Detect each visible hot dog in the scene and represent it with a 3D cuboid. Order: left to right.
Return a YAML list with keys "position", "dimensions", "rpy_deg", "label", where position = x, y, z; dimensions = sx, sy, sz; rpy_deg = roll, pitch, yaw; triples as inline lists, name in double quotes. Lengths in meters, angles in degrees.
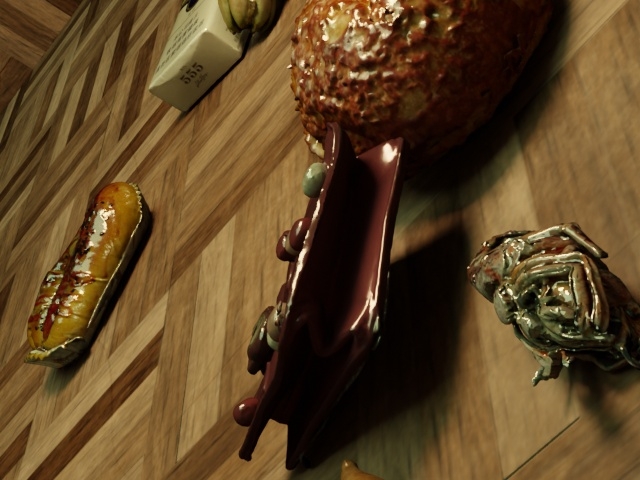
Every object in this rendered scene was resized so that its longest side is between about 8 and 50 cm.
- position: [-0.310, 0.045, 1.761]
  dimensions: [0.163, 0.082, 0.270]
  rpy_deg: [-16, 48, 63]
  label: "hot dog"

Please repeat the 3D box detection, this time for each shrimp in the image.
- position: [0.140, 0.038, 0.774]
  dimensions: [0.073, 0.074, 0.190]
  rpy_deg: [-27, 31, -8]
  label: "shrimp"

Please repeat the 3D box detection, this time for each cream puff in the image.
- position: [0.068, -0.160, 1.091]
  dimensions: [0.240, 0.164, 0.240]
  rpy_deg: [-52, 20, 29]
  label: "cream puff"

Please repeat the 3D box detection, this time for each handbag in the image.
- position: [-0.004, 0.041, 1.003]
  dimensions: [0.216, 0.074, 0.203]
  rpy_deg: [115, 170, -54]
  label: "handbag"

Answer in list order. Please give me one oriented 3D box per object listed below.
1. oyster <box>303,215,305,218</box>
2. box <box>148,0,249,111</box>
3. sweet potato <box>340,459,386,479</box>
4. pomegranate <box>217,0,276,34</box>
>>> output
- position: [0.000, 0.001, 1.178]
  dimensions: [0.100, 0.037, 0.098]
  rpy_deg: [-52, 21, 15]
  label: "oyster"
- position: [-0.150, -0.325, 1.928]
  dimensions: [0.168, 0.071, 0.259]
  rpy_deg: [-38, 30, 43]
  label: "box"
- position: [0.035, 0.221, 0.762]
  dimensions: [0.281, 0.059, 0.067]
  rpy_deg: [-82, 10, -50]
  label: "sweet potato"
- position: [-0.086, -0.405, 1.802]
  dimensions: [0.190, 0.240, 0.159]
  rpy_deg: [-29, -2, -7]
  label: "pomegranate"
